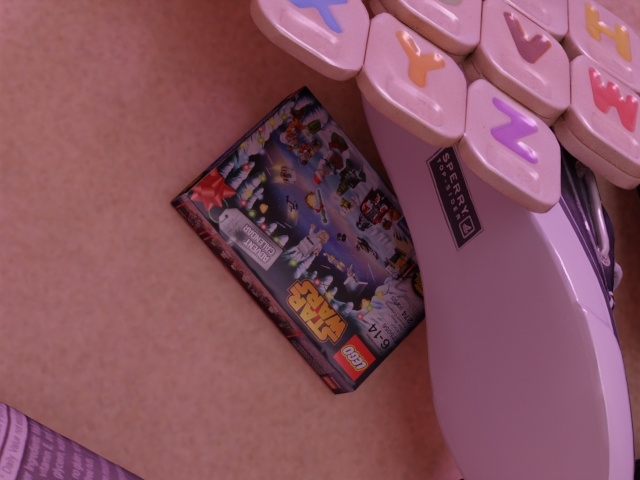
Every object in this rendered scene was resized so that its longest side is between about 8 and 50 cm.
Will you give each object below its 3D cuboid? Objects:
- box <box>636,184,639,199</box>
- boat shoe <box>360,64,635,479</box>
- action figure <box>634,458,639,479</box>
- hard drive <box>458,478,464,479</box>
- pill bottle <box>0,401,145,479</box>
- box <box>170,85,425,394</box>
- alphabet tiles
[{"bbox_3d":[0.290,-0.014,0.892,0.220,0.051,0.175,6,54,-23],"label":"box"},{"bbox_3d":[0.108,0.012,0.790,0.102,0.108,0.301,7,55,-40],"label":"boat shoe"},{"bbox_3d":[0.307,0.163,0.880,0.285,0.099,0.185,-2,65,-29],"label":"action figure"},{"bbox_3d":[0.100,0.206,0.823,0.135,0.022,0.094,44,68,-12],"label":"hard drive"},{"bbox_3d":[-0.172,0.145,0.630,0.318,0.176,0.176,32,70,-16],"label":"pill bottle"},{"bbox_3d":[0.000,0.000,0.810,0.094,0.027,0.137,-45,100,-23],"label":"box"},{"bbox_3d":[0.056,-0.139,0.776,0.284,0.021,0.278,32,35,-15],"label":"alphabet tiles"}]
